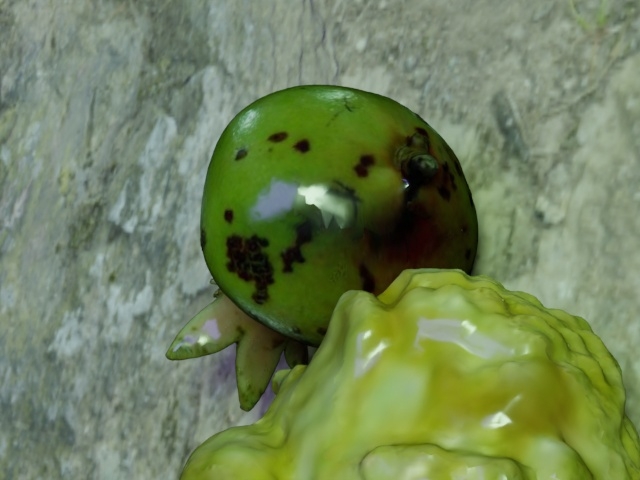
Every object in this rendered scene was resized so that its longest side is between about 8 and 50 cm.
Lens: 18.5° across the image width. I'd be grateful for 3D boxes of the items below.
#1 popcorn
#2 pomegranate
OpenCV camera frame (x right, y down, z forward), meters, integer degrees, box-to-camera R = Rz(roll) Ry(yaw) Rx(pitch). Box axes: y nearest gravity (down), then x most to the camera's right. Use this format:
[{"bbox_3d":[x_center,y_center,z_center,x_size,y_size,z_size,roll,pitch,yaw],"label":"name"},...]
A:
[{"bbox_3d":[0.058,0.140,0.948,0.255,0.195,0.256,5,79,37],"label":"popcorn"},{"bbox_3d":[-0.002,0.013,1.083,0.156,0.156,0.220,55,131,42],"label":"pomegranate"}]
